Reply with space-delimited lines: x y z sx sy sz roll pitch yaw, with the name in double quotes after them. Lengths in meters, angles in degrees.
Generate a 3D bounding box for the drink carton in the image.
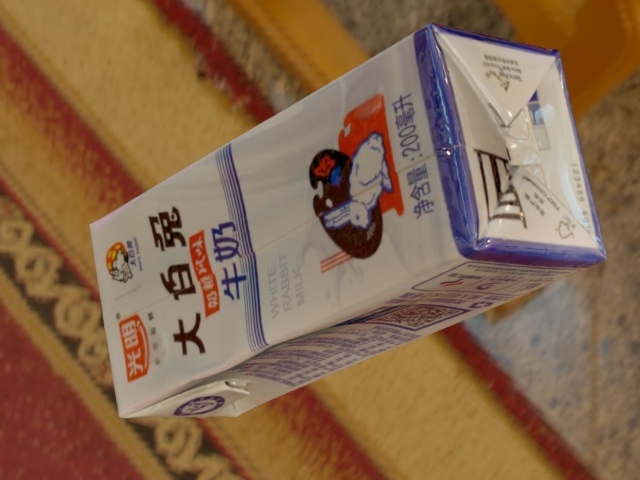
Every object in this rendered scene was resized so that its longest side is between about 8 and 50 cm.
0.000 0.000 1.081 0.106 0.315 0.130 6 67 -42 "drink carton"
